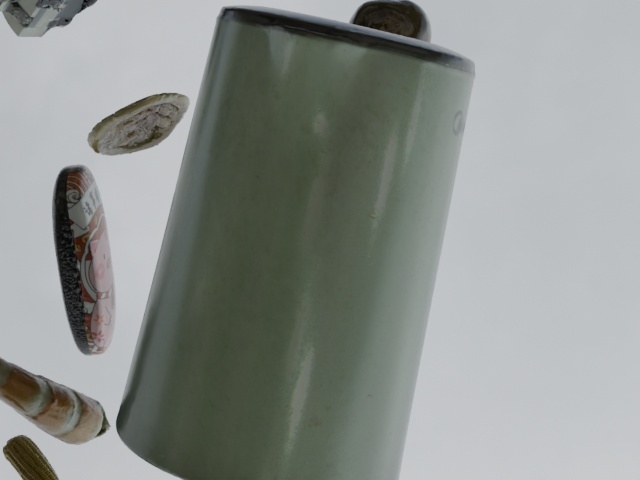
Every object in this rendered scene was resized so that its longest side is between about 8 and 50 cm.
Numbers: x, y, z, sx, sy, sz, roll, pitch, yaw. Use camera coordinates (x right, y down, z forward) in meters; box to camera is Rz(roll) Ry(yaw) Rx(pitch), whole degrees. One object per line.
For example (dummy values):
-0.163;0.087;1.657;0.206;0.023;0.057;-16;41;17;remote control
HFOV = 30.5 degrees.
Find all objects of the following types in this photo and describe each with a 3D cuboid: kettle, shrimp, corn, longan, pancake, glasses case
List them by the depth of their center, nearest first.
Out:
0.000;0.000;1.045;0.250;0.377;0.361;15;-171;15;kettle
-0.293;0.142;1.140;0.166;0.161;0.049;17;-105;46;shrimp
-0.313;0.250;1.282;0.037;0.037;0.092;-27;-117;-29;corn
0.083;-0.252;1.432;0.113;0.092;0.113;2;-99;-15;longan
-0.228;-0.147;1.484;0.139;0.139;0.022;-20;-107;-23;pancake
-0.319;0.028;1.591;0.067;0.267;0.103;-3;-158;0;glasses case

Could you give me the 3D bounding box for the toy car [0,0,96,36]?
-0.314;-0.372;1.243;0.118;0.193;0.301;-11;-107;-41;toy car
